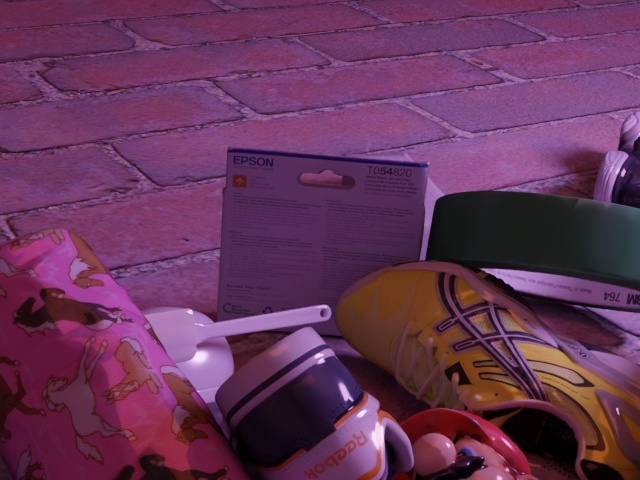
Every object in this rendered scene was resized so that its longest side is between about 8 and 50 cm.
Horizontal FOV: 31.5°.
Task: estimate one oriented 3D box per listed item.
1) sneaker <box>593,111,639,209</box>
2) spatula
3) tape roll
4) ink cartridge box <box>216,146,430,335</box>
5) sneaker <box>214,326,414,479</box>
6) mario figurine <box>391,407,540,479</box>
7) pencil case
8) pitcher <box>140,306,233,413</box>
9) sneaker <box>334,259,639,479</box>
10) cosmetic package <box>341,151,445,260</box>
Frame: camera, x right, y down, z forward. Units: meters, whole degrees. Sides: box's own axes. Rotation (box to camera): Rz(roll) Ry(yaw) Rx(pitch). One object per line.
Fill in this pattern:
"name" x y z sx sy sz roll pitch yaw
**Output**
"sneaker" 0.518 -0.109 1.729 0.153 0.101 0.268 17 34 21
"spatula" -0.083 0.142 1.044 0.242 0.168 0.019 -5 0 -39
"tape roll" 0.279 0.018 1.262 0.321 0.077 0.321 11 -7 1
"ink cartridge box" 0.000 0.000 1.259 0.223 0.224 0.045 5 26 -2
"sneaker" -0.006 0.163 0.903 0.126 0.321 0.127 -37 79 -4
"mario figurine" 0.104 0.233 0.868 0.198 0.170 0.320 8 28 -8
"pencil case" -0.155 0.167 0.835 0.167 0.160 0.386 -30 60 -13
"pitcher" -0.194 0.117 1.051 0.207 0.178 0.125 -25 -1 -41
"sneaker" 0.160 0.131 1.116 0.384 0.145 0.147 23 29 33
"cosmetic package" 0.111 -0.049 1.564 0.098 0.060 0.239 -5 28 -16
